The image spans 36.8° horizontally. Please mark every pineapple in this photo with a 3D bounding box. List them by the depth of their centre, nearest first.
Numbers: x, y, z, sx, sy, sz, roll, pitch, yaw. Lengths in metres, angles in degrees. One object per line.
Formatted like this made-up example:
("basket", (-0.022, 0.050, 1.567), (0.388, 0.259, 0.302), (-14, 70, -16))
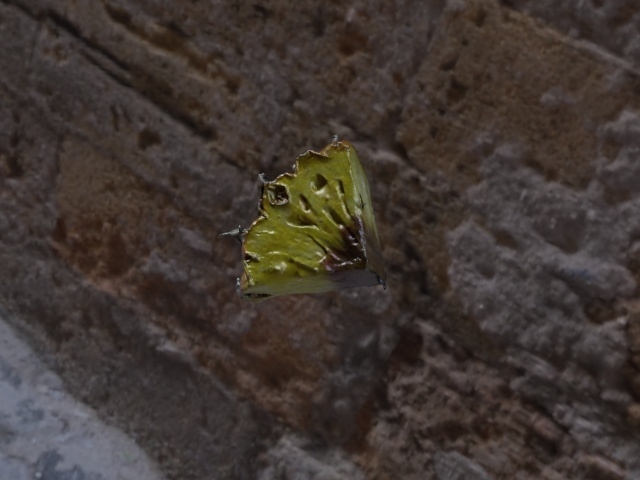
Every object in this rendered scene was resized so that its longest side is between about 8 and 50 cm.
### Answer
("pineapple", (0.000, 0.000, 0.696), (0.116, 0.137, 0.069), (38, -2, 22))
